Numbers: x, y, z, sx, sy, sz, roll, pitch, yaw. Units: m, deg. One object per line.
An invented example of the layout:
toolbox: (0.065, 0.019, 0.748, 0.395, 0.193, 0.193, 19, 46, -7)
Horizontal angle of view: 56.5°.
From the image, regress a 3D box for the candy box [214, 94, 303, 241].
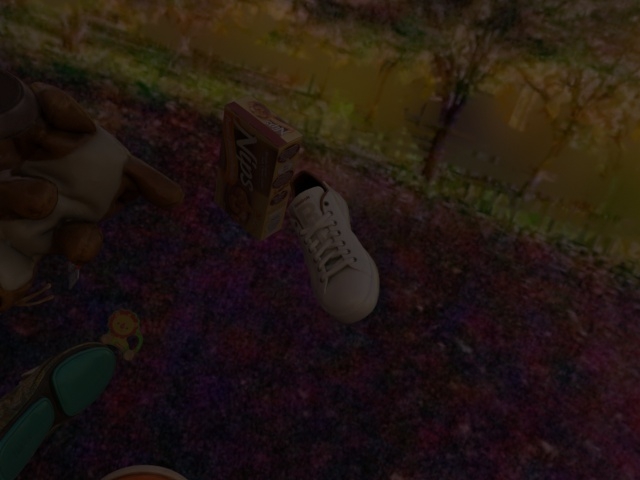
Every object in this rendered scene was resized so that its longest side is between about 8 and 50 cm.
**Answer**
candy box: (-0.160, -0.169, 1.461, 0.183, 0.317, 0.087, 40, 49, 20)

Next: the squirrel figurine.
squirrel figurine: (-0.513, -0.056, 1.011, 0.396, 0.371, 0.281, 27, -12, 36)

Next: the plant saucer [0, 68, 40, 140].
plant saucer: (-0.458, -0.185, 0.776, 0.168, 0.029, 0.169, 10, 42, -10)

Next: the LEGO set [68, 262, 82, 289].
LEGO set: (-0.729, 0.014, 1.801, 0.060, 0.244, 0.183, 17, 48, -36)

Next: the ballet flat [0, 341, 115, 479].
ballet flat: (-0.474, 0.269, 0.988, 0.123, 0.123, 0.348, 19, 22, 4)

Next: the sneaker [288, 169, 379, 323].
sneaker: (0.000, 0.000, 0.914, 0.123, 0.105, 0.290, 45, 17, -40)

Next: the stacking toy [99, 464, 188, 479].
stacking toy: (-0.493, 0.869, 1.558, 0.350, 0.351, 0.480, 15, 17, -12)

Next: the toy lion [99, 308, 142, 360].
toy lion: (-0.450, 0.212, 1.369, 0.100, 0.096, 0.034, 41, -24, -14)
